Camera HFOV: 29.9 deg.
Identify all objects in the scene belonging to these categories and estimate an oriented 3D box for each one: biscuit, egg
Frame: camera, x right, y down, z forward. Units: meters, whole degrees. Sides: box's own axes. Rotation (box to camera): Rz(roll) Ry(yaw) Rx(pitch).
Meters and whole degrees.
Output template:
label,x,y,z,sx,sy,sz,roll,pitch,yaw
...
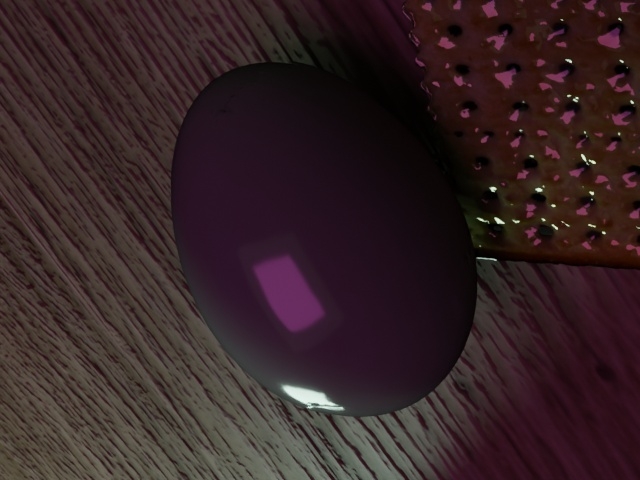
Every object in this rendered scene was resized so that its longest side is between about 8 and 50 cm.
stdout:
label,x,y,z,sx,sy,sz,roll,pitch,yaw
biscuit,0.108,-0.082,0.578,0.139,0.016,0.231,5,127,33
egg,0.000,0.000,0.627,0.146,0.146,0.199,-16,107,42
